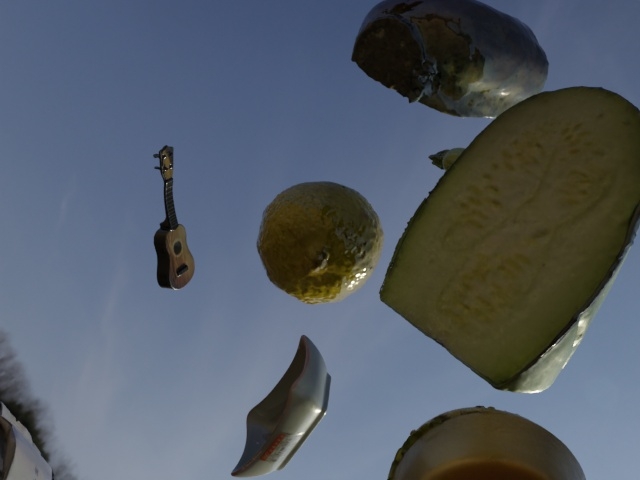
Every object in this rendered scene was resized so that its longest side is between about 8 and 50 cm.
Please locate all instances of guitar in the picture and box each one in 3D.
[{"bbox_3d":[-0.272,-0.040,1.120,0.038,0.084,0.271,7,-64,18],"label":"guitar"}]

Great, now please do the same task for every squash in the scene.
[{"bbox_3d":[0.245,-0.026,0.723,0.233,0.210,0.309,38,-59,36],"label":"squash"},{"bbox_3d":[0.283,-0.118,1.154,0.224,0.094,0.094,39,-37,41],"label":"squash"}]

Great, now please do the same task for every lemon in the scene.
[{"bbox_3d":[0.000,0.000,1.322,0.268,0.268,0.322,60,4,-5],"label":"lemon"}]

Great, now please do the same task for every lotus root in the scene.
[{"bbox_3d":[0.178,-0.307,0.963,0.267,0.260,0.150,44,-54,39],"label":"lotus root"}]

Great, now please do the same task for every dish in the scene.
[{"bbox_3d":[-0.052,0.274,0.991,0.077,0.151,0.213,29,-66,-9],"label":"dish"}]

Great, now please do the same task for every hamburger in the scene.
[{"bbox_3d":[0.228,0.378,0.885,0.299,0.176,0.301,2,-79,9],"label":"hamburger"}]

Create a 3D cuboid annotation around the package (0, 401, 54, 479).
[{"bbox_3d":[-0.522,0.436,1.089,0.204,0.062,0.251,86,-19,-44],"label":"package"}]
